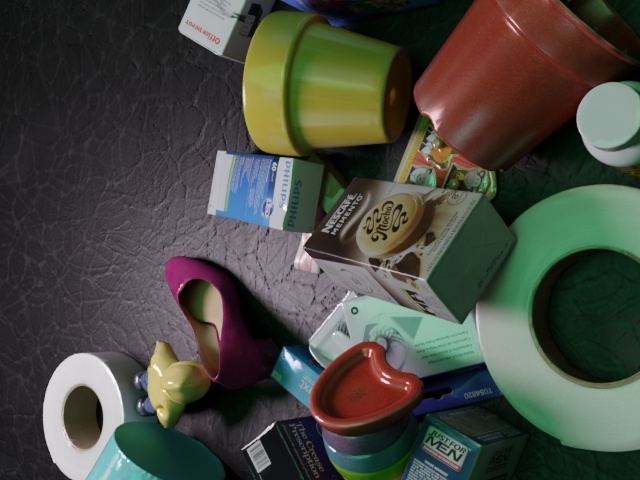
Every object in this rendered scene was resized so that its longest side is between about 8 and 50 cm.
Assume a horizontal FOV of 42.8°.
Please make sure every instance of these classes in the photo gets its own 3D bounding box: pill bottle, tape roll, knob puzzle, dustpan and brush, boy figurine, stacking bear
[{"bbox_3d":[0.432,-0.154,1.131,0.117,0.208,0.118,-4,84,36],"label":"pill bottle"},{"bbox_3d":[-0.499,0.394,1.835,0.286,0.100,0.286,-3,85,36],"label":"tape roll"},{"bbox_3d":[0.216,-0.116,1.398,0.213,0.030,0.213,-4,84,36],"label":"knob puzzle"},{"bbox_3d":[0.082,0.211,1.447,0.211,0.060,0.147,42,112,10],"label":"dustpan and brush"},{"bbox_3d":[-0.304,0.284,1.638,0.285,0.092,0.177,-32,64,57],"label":"boy figurine"},{"bbox_3d":[0.418,0.113,1.206,0.392,0.072,0.392,-4,83,35],"label":"tape roll"},{"bbox_3d":[0.098,0.339,1.324,0.175,0.164,0.289,37,153,53],"label":"stacking bear"}]

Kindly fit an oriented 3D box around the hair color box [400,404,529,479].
[{"bbox_3d":[0.188,0.441,1.283,0.105,0.174,0.347,27,102,36],"label":"hair color box"}]

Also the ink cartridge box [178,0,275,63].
[{"bbox_3d":[-0.183,-0.492,1.685,0.153,0.087,0.208,37,107,32],"label":"ink cartridge box"}]

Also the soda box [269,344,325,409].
[{"bbox_3d":[0.010,0.275,1.489,0.210,0.071,0.067,35,106,33],"label":"soda box"}]

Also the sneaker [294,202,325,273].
[{"bbox_3d":[0.000,0.000,1.535,0.070,0.051,0.134,19,99,32],"label":"sneaker"}]

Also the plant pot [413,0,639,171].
[{"bbox_3d":[0.296,-0.261,1.223,0.265,0.272,0.272,-48,61,32],"label":"plant pot"}]

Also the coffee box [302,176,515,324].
[{"bbox_3d":[0.134,0.007,1.310,0.297,0.119,0.168,13,61,51],"label":"coffee box"}]

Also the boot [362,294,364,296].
[{"bbox_3d":[0.118,0.077,1.445,0.099,0.045,0.121,-46,57,23],"label":"boot"}]

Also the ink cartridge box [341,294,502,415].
[{"bbox_3d":[0.165,0.178,1.361,0.223,0.045,0.224,-20,84,23],"label":"ink cartridge box"}]

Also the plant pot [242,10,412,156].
[{"bbox_3d":[0.024,-0.265,1.433,0.239,0.254,0.254,11,93,22],"label":"plant pot"}]

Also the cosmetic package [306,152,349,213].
[{"bbox_3d":[0.012,-0.106,1.538,0.060,0.041,0.115,-50,60,22],"label":"cosmetic package"}]

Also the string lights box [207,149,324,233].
[{"bbox_3d":[-0.111,-0.097,1.570,0.259,0.076,0.133,13,94,50],"label":"string lights box"}]

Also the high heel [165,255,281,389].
[{"bbox_3d":[-0.235,0.145,1.611,0.377,0.181,0.127,38,108,32],"label":"high heel"}]

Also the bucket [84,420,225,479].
[{"bbox_3d":[-0.331,0.497,1.607,0.281,0.281,0.183,30,99,34],"label":"bucket"}]

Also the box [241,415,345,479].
[{"bbox_3d":[0.005,0.440,1.411,0.103,0.184,0.261,-41,64,23],"label":"box"}]

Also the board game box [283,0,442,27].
[{"bbox_3d":[0.022,-0.464,1.372,0.233,0.347,0.078,-2,84,36],"label":"board game box"}]
